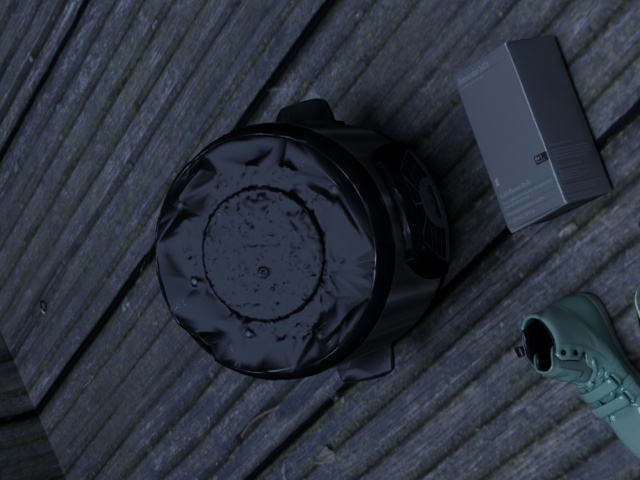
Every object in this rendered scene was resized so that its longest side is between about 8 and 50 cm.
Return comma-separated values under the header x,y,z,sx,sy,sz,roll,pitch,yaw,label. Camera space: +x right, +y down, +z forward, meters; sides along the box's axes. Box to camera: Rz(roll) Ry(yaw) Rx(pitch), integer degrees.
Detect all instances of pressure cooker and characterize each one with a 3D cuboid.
x,y,z,sx,sy,sz,roll,pitch,yaw,label
-0.006,0.000,2.133,0.375,0.420,0.369,31,104,17,pressure cooker

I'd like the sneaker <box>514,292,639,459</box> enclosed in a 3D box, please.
x,y,z,sx,sy,sz,roll,pitch,yaw,label
0.358,0.198,1.926,0.094,0.151,0.256,-46,65,44,sneaker

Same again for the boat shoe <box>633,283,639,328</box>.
x,y,z,sx,sy,sz,roll,pitch,yaw,label
0.463,0.153,1.857,0.081,0.069,0.227,-16,91,11,boat shoe

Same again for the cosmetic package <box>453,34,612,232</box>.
x,y,z,sx,sy,sz,roll,pitch,yaw,label
0.287,-0.148,1.964,0.127,0.107,0.238,-33,77,52,cosmetic package
